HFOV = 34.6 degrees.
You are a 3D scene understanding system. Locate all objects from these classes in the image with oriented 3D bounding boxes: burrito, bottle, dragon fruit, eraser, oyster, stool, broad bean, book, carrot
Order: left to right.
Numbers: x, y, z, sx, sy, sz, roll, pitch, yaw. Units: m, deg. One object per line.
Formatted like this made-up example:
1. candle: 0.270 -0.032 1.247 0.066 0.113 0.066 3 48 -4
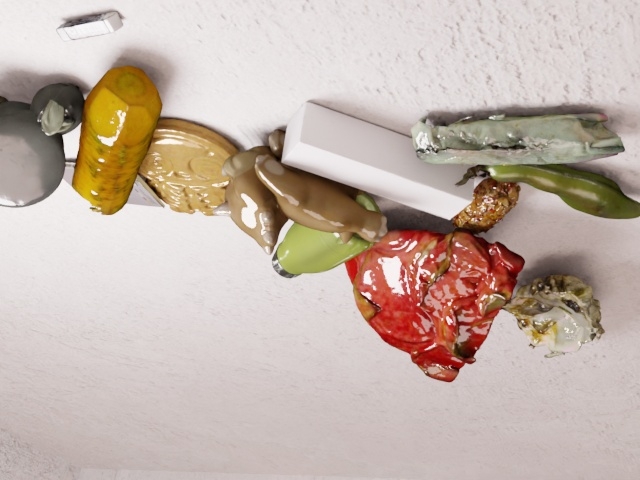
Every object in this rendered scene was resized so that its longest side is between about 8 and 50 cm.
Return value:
1. stool: -0.459 -0.152 1.611 0.227 0.139 0.153 -24 120 -1
2. eraser: -0.321 -0.297 1.427 0.099 0.019 0.027 -5 137 25
3. book: -0.376 -0.098 1.813 0.181 0.014 0.127 7 156 26
4. carrot: -0.323 -0.149 1.593 0.114 0.114 0.302 15 145 -13
5. bottle: 0.000 0.000 1.829 0.112 0.112 0.260 21 151 -25
6. eraser: 0.093 -0.121 1.597 0.298 0.078 0.076 17 152 -18
7. dragon fruit: 0.184 0.105 1.798 0.286 0.228 0.329 21 168 -17
8. burrito: 0.286 -0.146 1.509 0.309 0.066 0.096 1 158 15
9. broad bean: 0.371 -0.089 1.612 0.325 0.067 0.075 15 123 -10
10. oyster: 0.465 0.132 2.002 0.201 0.107 0.354 31 164 -1

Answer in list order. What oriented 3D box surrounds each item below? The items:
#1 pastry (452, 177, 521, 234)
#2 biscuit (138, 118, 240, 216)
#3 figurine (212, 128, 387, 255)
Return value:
1. pastry: 0.271 -0.049 1.710 0.087 0.063 0.169 9 155 -11
2. biscuit: -0.228 -0.114 1.749 0.201 0.044 0.289 7 152 2
3. figurine: -0.044 -0.058 1.651 0.247 0.177 0.173 14 136 -22
